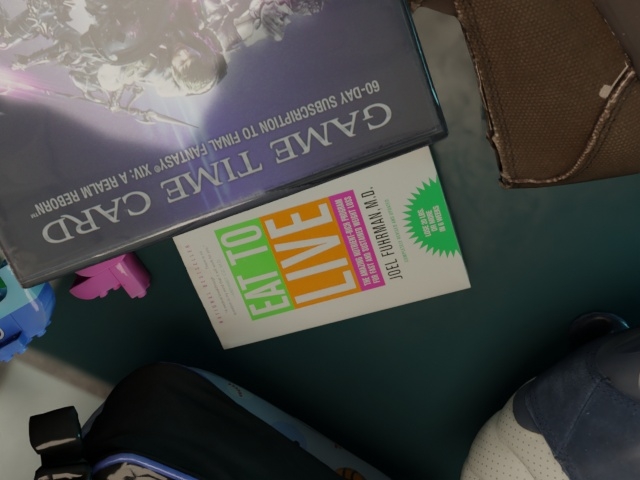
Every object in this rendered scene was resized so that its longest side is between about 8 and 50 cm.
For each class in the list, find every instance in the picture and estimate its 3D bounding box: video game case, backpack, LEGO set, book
[{"bbox_3d":[-0.082,-0.129,0.458,0.196,0.026,0.274,-20,117,3],"label":"video game case"},{"bbox_3d":[-0.071,0.220,0.669,0.276,0.213,0.263,34,106,-4],"label":"backpack"},{"bbox_3d":[-0.190,0.066,0.667,0.227,0.087,0.093,-29,111,17],"label":"LEGO set"},{"bbox_3d":[0.000,0.000,0.658,0.144,0.035,0.096,-16,118,9],"label":"book"}]

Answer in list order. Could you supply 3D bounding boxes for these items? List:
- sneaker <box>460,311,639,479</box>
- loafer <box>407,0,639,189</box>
[{"bbox_3d":[0.229,0.176,0.688,0.236,0.130,0.323,-34,114,28],"label":"sneaker"},{"bbox_3d":[0.047,-0.157,0.520,0.130,0.134,0.366,-31,110,16],"label":"loafer"}]
